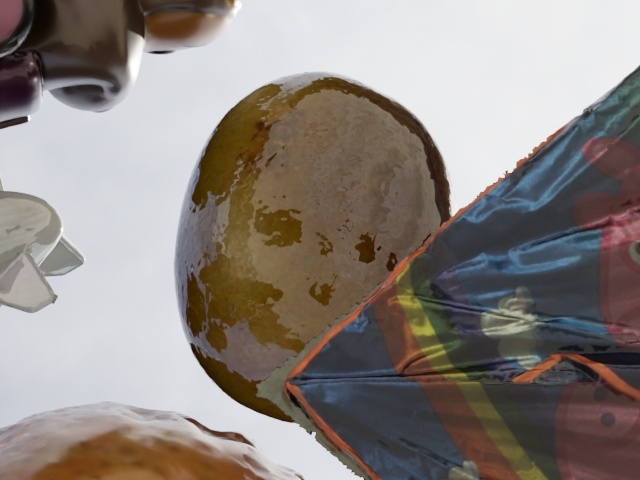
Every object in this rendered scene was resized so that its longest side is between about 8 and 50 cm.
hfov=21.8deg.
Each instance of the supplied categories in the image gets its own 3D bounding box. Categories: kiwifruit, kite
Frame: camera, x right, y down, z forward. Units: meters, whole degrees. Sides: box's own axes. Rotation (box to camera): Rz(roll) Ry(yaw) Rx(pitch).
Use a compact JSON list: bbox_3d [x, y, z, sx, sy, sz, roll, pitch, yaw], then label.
[{"bbox_3d":[0.000,0.000,1.086,0.196,0.196,0.234,16,-119,-24],"label":"kiwifruit"},{"bbox_3d":[0.102,0.037,0.366,0.234,0.016,0.321,1,-117,-5],"label":"kite"}]

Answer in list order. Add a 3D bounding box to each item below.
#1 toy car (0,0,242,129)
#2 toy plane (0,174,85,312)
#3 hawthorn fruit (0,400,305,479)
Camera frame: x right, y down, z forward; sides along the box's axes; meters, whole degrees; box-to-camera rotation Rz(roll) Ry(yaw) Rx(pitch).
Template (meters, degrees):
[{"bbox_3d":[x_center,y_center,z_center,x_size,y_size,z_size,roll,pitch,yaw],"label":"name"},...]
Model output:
[{"bbox_3d":[-0.200,-0.254,1.188,0.240,0.271,0.340,-17,-69,-14],"label":"toy car"},{"bbox_3d":[-0.263,0.045,1.005,0.117,0.245,0.244,54,-152,-61],"label":"toy plane"},{"bbox_3d":[-0.181,0.333,1.362,0.472,0.472,0.471,15,-122,-25],"label":"hawthorn fruit"}]
